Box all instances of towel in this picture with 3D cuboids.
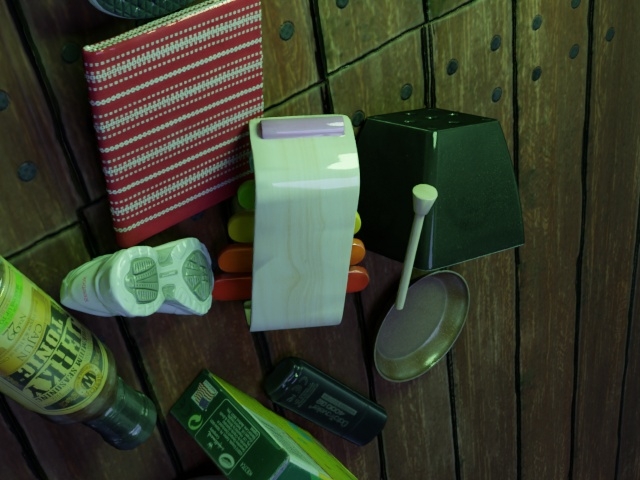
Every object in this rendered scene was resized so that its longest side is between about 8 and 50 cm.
[{"bbox_3d":[-0.145,-0.123,1.001,0.199,0.031,0.275,-29,145,-25],"label":"towel"}]

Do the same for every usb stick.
[{"bbox_3d":[0.013,0.244,1.422,0.077,0.045,0.278,-48,139,3],"label":"usb stick"}]

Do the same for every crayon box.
[{"bbox_3d":[-0.041,0.311,1.298,0.081,0.202,0.318,-51,138,-3],"label":"crayon box"}]

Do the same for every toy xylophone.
[{"bbox_3d":[0.000,0.000,1.129,0.236,0.081,0.323,3,132,-16],"label":"toy xylophone"}]

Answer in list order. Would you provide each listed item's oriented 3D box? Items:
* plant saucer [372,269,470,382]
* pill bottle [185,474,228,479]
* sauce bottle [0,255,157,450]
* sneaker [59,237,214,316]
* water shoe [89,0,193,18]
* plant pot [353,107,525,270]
[{"bbox_3d":[0.149,0.127,1.476,0.198,0.036,0.199,-24,131,-31],"label":"plant saucer"},{"bbox_3d":[-0.129,0.518,1.350,0.210,0.210,0.363,-32,134,-23],"label":"pill bottle"},{"bbox_3d":[-0.292,0.125,1.015,0.111,0.111,0.344,-47,139,-8],"label":"sauce bottle"},{"bbox_3d":[-0.204,0.043,1.067,0.232,0.115,0.090,11,75,-67],"label":"sneaker"},{"bbox_3d":[-0.146,-0.271,0.912,0.203,0.080,0.073,-24,151,-33],"label":"water shoe"},{"bbox_3d":[0.142,-0.079,1.238,0.187,0.188,0.167,-13,111,-36],"label":"plant pot"}]
